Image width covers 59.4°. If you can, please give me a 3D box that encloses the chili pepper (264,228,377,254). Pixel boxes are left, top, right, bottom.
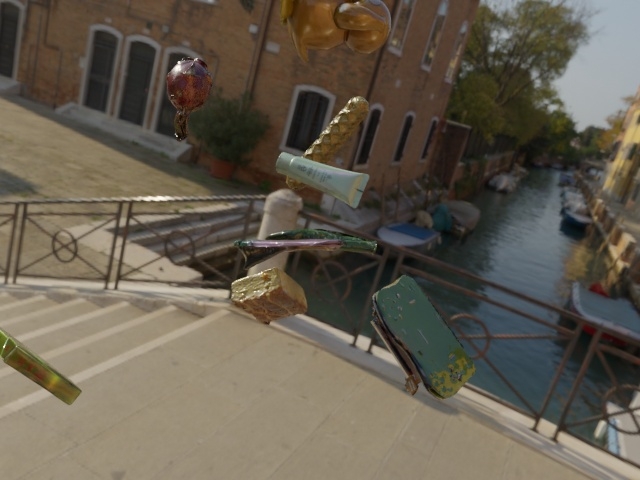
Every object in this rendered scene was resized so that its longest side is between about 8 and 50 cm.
[{"bbox_3d":[-0.001,0.000,1.781,0.359,0.076,0.085,6,18,1],"label":"chili pepper"}]

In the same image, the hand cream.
[{"bbox_3d":[0.001,-0.140,1.224,0.205,0.078,0.050,22,-5,17],"label":"hand cream"}]

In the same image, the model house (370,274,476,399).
[{"bbox_3d":[0.209,0.259,1.377,0.207,0.154,0.294,-22,75,-49],"label":"model house"}]

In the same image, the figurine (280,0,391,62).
[{"bbox_3d":[0.028,-0.485,1.207,0.228,0.215,0.215,-18,18,3],"label":"figurine"}]

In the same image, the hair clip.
[{"bbox_3d":[-0.081,0.021,1.579,0.358,0.110,0.096,-9,47,29],"label":"hair clip"}]

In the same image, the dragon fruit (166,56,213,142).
[{"bbox_3d":[-0.369,-0.389,1.550,0.125,0.246,0.125,11,-3,18],"label":"dragon fruit"}]

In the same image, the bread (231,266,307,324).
[{"bbox_3d":[-0.169,0.196,1.911,0.184,0.114,0.275,-18,-26,9],"label":"bread"}]

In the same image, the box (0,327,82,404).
[{"bbox_3d":[-0.654,0.261,1.240,0.311,0.043,0.173,7,-37,49],"label":"box"}]

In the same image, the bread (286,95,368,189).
[{"bbox_3d":[0.019,-0.301,1.762,0.077,0.367,0.084,38,19,-11],"label":"bread"}]
